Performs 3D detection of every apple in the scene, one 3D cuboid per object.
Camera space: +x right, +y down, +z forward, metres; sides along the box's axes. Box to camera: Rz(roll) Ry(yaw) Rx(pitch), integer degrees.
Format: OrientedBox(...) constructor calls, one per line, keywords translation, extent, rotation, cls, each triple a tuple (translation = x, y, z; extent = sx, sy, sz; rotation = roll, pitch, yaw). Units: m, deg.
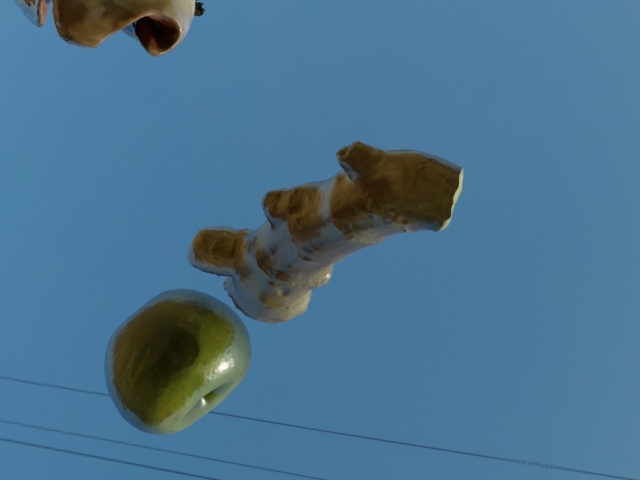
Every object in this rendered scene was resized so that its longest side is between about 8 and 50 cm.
OrientedBox(translation=(-0.189, 0.155, 1.082), extent=(0.196, 0.196, 0.157), rotation=(-39, -101, 1), cls="apple")

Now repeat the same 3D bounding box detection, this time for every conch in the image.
OrientedBox(translation=(-0.138, -0.213, 0.534), extent=(0.255, 0.158, 0.127), rotation=(50, -54, 44), cls="conch")

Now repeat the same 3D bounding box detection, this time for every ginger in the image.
OrientedBox(translation=(0.001, -0.003, 0.645), extent=(0.299, 0.118, 0.065), rotation=(-27, -147, 49), cls="ginger")

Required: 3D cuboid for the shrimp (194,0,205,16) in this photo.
OrientedBox(translation=(-0.162, -0.246, 0.783), extent=(0.161, 0.034, 0.091), rotation=(20, -134, 32), cls="shrimp")
